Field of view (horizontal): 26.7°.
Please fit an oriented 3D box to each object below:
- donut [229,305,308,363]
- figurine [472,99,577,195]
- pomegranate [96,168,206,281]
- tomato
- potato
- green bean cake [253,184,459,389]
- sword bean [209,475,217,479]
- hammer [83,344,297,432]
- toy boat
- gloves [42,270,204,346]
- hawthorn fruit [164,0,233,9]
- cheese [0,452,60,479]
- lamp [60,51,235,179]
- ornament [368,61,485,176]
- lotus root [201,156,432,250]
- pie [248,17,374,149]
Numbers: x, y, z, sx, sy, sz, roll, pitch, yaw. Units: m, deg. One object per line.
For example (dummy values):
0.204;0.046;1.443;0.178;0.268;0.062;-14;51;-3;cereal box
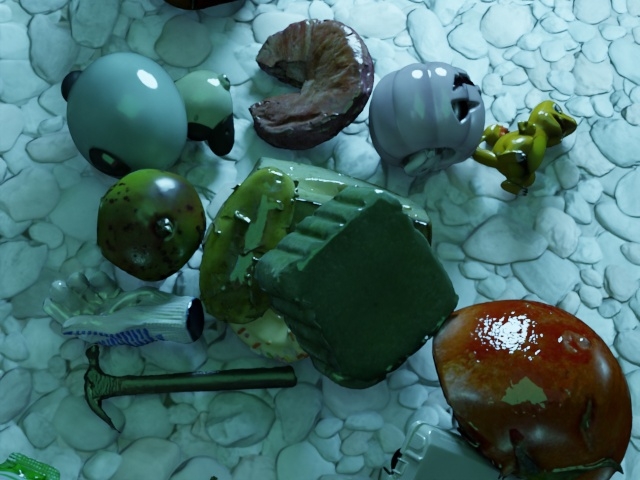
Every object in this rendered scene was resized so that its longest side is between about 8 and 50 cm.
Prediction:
-0.068;0.121;1.891;0.166;0.108;0.065;28;47;8;donut
0.306;-0.156;2.057;0.122;0.121;0.176;22;49;36;figurine
-0.251;-0.026;1.915;0.159;0.159;0.205;-39;30;-18;pomegranate
0.306;0.182;1.792;0.309;0.170;0.309;33;34;-26;tomato
-0.096;0.006;1.828;0.117;0.090;0.225;18;81;-3;potato
0.049;0.066;1.782;0.222;0.125;0.227;-41;110;-17;green bean cake
-0.163;0.358;1.837;0.012;0.012;0.083;27;66;9;sword bean
-0.181;0.199;1.889;0.297;0.027;0.125;-4;82;-8;hammer
0.186;0.329;1.784;0.141;0.269;0.140;-19;59;36;toy boat
-0.278;0.105;1.892;0.229;0.097;0.119;13;26;4;gloves
-0.181;-0.485;2.086;0.268;0.268;0.300;13;70;3;hawthorn fruit
-0.439;0.432;1.749;0.204;0.083;0.320;21;69;5;cheese
-0.254;-0.188;1.994;0.244;0.197;0.197;-12;65;-30;lamp
0.159;-0.176;2.005;0.178;0.177;0.177;1;66;-2;ornament
0.002;-0.003;1.948;0.314;0.142;0.210;25;105;4;lotus root
-0.018;-0.244;2.057;0.204;0.054;0.218;-17;61;17;pie
